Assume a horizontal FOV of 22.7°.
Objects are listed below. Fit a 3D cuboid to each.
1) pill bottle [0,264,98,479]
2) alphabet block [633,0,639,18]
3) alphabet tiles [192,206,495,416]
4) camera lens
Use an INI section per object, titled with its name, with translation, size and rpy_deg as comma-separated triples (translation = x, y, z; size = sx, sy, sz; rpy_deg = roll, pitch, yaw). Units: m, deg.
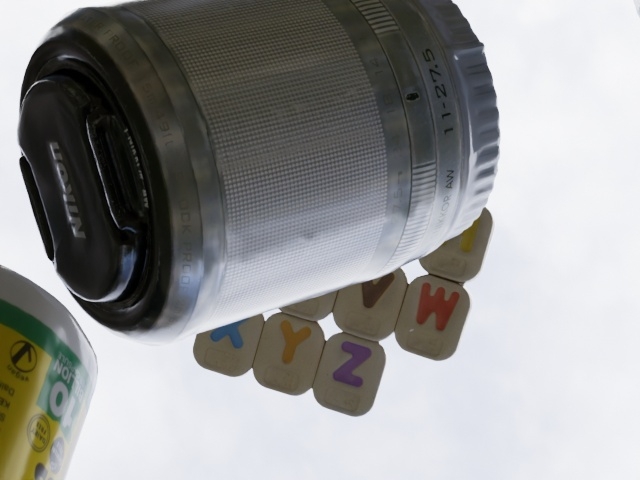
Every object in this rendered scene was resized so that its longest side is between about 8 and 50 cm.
[pill bottle]
translation = -0.164, 0.115, 0.581
size = 0.117, 0.118, 0.208
rpy_deg = 5, -127, 13
[alphabet block]
translation = 0.323, -0.134, 0.977
size = 0.197, 0.192, 0.193
rpy_deg = -34, -79, 17
[alphabet tiles]
translation = 0.000, 0.000, 1.379
size = 0.284, 0.021, 0.278
rpy_deg = 18, -86, 10
[camera lens]
translation = -0.047, -0.063, 1.060
size = 0.274, 0.219, 0.219
rpy_deg = -16, -124, -32
